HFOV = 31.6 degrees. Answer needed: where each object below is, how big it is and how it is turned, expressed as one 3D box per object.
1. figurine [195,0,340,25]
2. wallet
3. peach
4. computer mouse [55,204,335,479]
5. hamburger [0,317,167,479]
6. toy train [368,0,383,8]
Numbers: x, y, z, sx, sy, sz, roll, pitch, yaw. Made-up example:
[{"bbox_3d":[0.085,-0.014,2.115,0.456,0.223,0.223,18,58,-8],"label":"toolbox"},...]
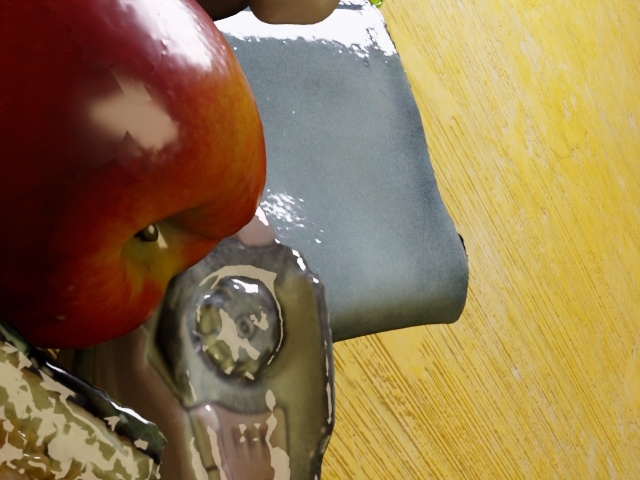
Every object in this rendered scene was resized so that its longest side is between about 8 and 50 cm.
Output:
[{"bbox_3d":[-0.149,-0.270,0.655,0.365,0.206,0.218,34,46,-48],"label":"figurine"},{"bbox_3d":[-0.011,-0.059,0.861,0.251,0.054,0.290,-9,77,-44],"label":"wallet"},{"bbox_3d":[-0.147,-0.067,0.585,0.243,0.199,0.243,15,44,-15],"label":"peach"},{"bbox_3d":[-0.094,0.141,0.664,0.115,0.199,0.389,11,70,-35],"label":"computer mouse"},{"bbox_3d":[-0.197,0.137,0.503,0.288,0.192,0.167,38,39,-13],"label":"hamburger"},{"bbox_3d":[-0.022,-0.273,1.002,0.250,0.053,0.085,43,53,-43],"label":"toy train"}]
